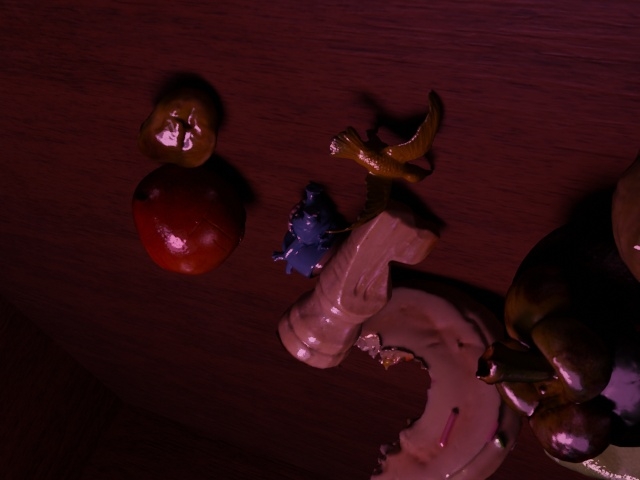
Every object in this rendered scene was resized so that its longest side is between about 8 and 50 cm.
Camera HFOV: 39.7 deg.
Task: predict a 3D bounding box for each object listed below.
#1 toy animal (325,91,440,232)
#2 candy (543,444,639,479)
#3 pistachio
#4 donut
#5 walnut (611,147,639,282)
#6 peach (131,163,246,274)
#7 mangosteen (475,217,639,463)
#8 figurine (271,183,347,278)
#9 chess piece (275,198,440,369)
[{"bbox_3d":[0.090,-0.113,1.153,0.095,0.155,0.219,45,117,20],"label":"toy animal"},{"bbox_3d":[0.575,0.386,1.592,0.344,0.131,0.142,13,-166,31],"label":"candy"},{"bbox_3d":[-0.210,-0.157,1.326,0.110,0.100,0.189,38,152,-13],"label":"pistachio"},{"bbox_3d":[0.185,0.241,1.458,0.308,0.370,0.150,-20,156,19],"label":"donut"},{"bbox_3d":[0.427,0.000,0.818,0.253,0.282,0.277,-41,123,20],"label":"walnut"},{"bbox_3d":[-0.223,-0.042,1.465,0.197,0.197,0.197,22,155,11],"label":"peach"},{"bbox_3d":[0.357,0.128,1.069,0.297,0.313,0.296,17,142,13],"label":"mangosteen"},{"bbox_3d":[0.005,-0.002,1.421,0.145,0.114,0.178,18,145,15],"label":"figurine"},{"bbox_3d":[0.057,0.059,1.351,0.137,0.137,0.300,30,124,-7],"label":"chess piece"}]
